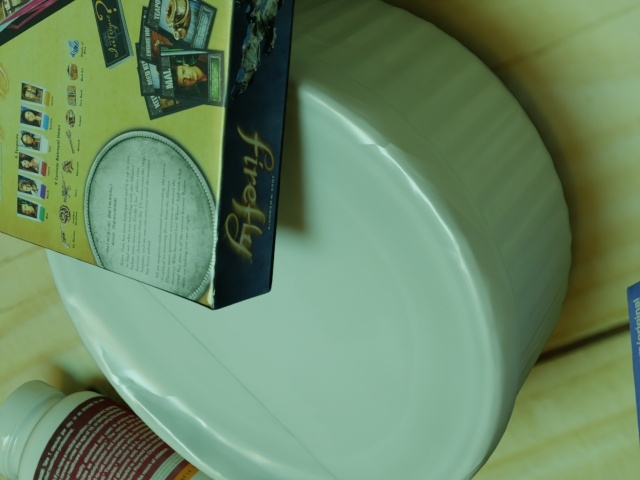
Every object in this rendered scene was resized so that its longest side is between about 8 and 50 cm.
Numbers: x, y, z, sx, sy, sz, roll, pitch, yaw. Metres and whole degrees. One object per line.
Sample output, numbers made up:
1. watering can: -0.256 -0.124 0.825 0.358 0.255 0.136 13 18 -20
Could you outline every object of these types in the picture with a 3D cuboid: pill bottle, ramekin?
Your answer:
1. pill bottle: -0.131 0.147 1.212 0.152 0.086 0.086 26 133 22
2. ramekin: 0.000 0.000 0.970 0.273 0.127 0.273 20 130 26

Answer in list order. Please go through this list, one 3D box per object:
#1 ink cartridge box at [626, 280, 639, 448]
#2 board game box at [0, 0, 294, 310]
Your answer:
1. ink cartridge box: 0.258 0.056 0.780 0.311 0.065 0.185 -27 57 44
2. board game box: -0.086 -0.109 0.853 0.165 0.042 0.243 18 112 35
